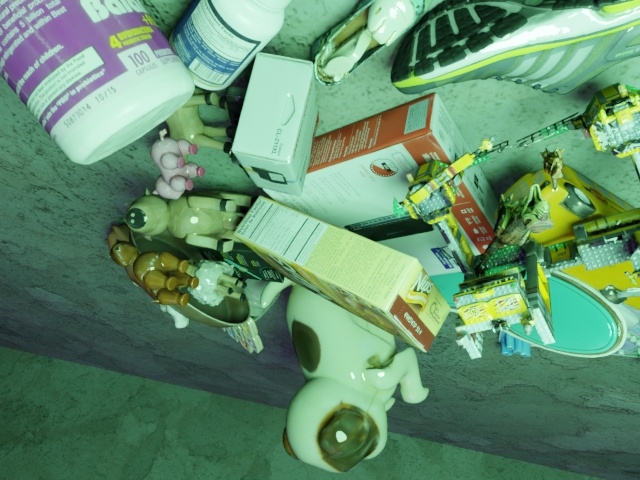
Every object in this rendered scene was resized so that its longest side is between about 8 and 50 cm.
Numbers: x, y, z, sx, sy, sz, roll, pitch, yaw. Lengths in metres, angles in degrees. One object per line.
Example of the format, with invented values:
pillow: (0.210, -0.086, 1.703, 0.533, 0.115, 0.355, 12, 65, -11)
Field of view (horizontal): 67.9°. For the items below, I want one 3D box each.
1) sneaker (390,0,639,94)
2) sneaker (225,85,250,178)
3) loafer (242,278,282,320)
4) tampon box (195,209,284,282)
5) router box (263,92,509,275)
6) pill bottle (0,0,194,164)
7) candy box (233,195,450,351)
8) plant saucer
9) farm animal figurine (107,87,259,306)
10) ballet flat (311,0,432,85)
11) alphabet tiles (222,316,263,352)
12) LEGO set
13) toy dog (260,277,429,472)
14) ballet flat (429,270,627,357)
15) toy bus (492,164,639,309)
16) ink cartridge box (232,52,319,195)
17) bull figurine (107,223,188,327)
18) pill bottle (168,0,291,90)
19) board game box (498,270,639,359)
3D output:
sneaker: (0.220, -0.203, 0.511, 0.299, 0.111, 0.121, -5, 148, 31)
sneaker: (-0.108, -0.151, 0.702, 0.051, 0.089, 0.170, 13, 173, 8)
loafer: (-0.154, 0.135, 1.188, 0.112, 0.112, 0.319, 20, 148, -10)
tampon box: (-0.153, 0.010, 0.997, 0.160, 0.102, 0.120, 5, 148, 15)
router box: (0.125, -0.054, 0.804, 0.301, 0.082, 0.335, -13, 140, 36)
pill bottle: (-0.289, -0.249, 0.509, 0.169, 0.169, 0.302, -20, 111, 43)
candy box: (0.029, 0.047, 0.754, 0.316, 0.088, 0.183, 23, 164, 38)
plant saucer: (-0.275, 0.072, 0.989, 0.050, 0.311, 0.310, -46, 125, 9)
farm animal figurine: (-0.223, -0.065, 0.785, 0.172, 0.331, 0.327, 12, 174, 20)
ballet flat: (0.058, -0.239, 0.552, 0.070, 0.070, 0.188, 31, 144, -26)
alphabet tiles: (-0.261, 0.179, 1.245, 0.284, 0.021, 0.278, 30, 147, 31)
LEGO set: (0.246, -0.007, 0.527, 0.331, 0.192, 0.255, -13, 113, 28)
toy dog: (0.052, 0.269, 1.012, 0.395, 0.408, 0.284, 28, 145, -33)
ballet flat: (0.341, 0.099, 0.874, 0.400, 0.139, 0.139, 11, 154, 41)
toy bus: (0.411, -0.007, 0.707, 0.332, 0.130, 0.108, 25, 130, -17)
ink cartridge box: (-0.052, -0.144, 0.629, 0.072, 0.128, 0.175, 13, 173, 4)
bull figurine: (-0.385, 0.088, 1.122, 0.310, 0.101, 0.188, 46, 155, 17)
pill bottle: (-0.101, -0.259, 0.555, 0.094, 0.094, 0.169, 32, 144, -28)
board game box: (0.603, 0.180, 1.023, 0.389, 0.050, 0.390, 3, 147, 17)
